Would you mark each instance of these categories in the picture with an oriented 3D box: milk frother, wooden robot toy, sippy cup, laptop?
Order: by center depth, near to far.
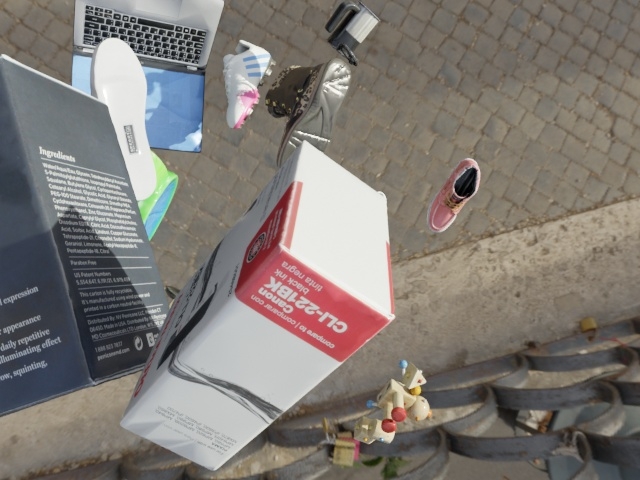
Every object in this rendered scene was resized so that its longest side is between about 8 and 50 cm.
[{"bbox_3d":[0.120,0.247,0.780,0.079,0.076,0.173,24,118,-13],"label":"wooden robot toy"},{"bbox_3d":[-0.480,-0.098,1.245,0.224,0.240,0.305,27,95,-7],"label":"sippy cup"},{"bbox_3d":[0.098,-0.552,1.462,0.143,0.129,0.134,48,110,17],"label":"milk frother"},{"bbox_3d":[-0.492,-0.486,1.543,0.382,0.408,0.236,2,58,-26],"label":"laptop"}]

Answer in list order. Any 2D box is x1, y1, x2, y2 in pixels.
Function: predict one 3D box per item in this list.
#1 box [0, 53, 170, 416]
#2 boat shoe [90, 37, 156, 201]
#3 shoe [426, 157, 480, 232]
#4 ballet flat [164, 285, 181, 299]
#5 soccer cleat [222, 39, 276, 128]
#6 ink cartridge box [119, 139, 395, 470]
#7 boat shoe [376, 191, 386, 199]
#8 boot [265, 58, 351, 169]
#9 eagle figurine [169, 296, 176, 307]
[{"bbox_3d":[-0.410,0.022,0.722,0.294,0.212,0.395,-19,84,12],"label":"box"},{"bbox_3d":[-0.347,-0.199,0.930,0.096,0.088,0.267,-26,112,-48],"label":"boat shoe"},{"bbox_3d":[0.282,-0.091,1.167,0.064,0.081,0.177,27,108,1],"label":"shoe"},{"bbox_3d":[-0.395,0.180,1.546,0.173,0.057,0.049,36,103,34],"label":"ballet flat"},{"bbox_3d":[-0.244,-0.467,1.623,0.143,0.116,0.331,29,51,-18],"label":"soccer cleat"},{"bbox_3d":[-0.061,0.066,0.541,0.114,0.197,0.273,33,120,-17],"label":"ink cartridge box"},{"bbox_3d":[0.124,-0.009,1.407,0.098,0.096,0.277,14,57,-10],"label":"boat shoe"},{"bbox_3d":[-0.077,-0.394,1.720,0.138,0.284,0.377,20,95,-37],"label":"boot"},{"bbox_3d":[-0.362,0.281,1.332,0.225,0.298,0.226,8,104,-43],"label":"eagle figurine"}]
